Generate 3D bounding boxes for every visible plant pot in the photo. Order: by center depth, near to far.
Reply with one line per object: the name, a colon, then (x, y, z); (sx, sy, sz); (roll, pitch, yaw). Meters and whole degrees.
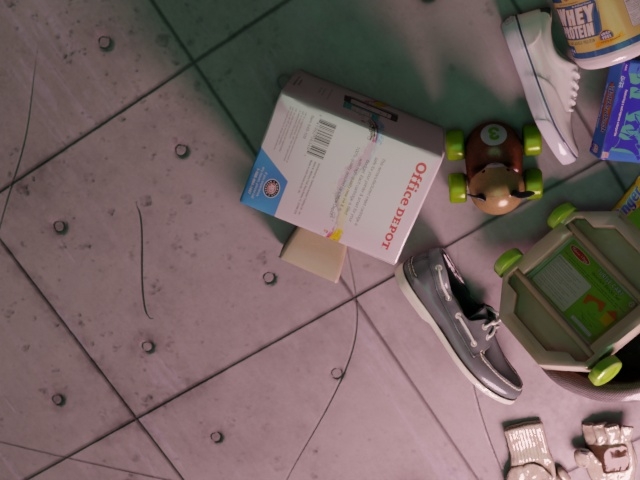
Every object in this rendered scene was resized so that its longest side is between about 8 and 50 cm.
plant pot: (0.000, 0.000, 1.835); (0.109, 0.109, 0.096); (25, 99, -2)

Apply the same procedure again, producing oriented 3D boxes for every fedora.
fedora: (0.507, 0.161, 1.794); (0.276, 0.124, 0.243); (-5, 69, 26)

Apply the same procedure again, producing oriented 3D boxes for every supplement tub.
supplement tub: (0.426, -0.376, 1.618); (0.144, 0.144, 0.199); (-21, 106, 14)

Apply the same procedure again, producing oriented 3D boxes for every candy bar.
candy bar: (0.502, -0.039, 1.801); (0.040, 0.018, 0.161); (35, 110, -6)

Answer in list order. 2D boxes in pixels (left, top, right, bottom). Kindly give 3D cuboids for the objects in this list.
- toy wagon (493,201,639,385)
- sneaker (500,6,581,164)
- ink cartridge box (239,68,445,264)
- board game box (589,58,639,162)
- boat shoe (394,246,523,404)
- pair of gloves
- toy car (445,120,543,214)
toy wagon: (0.460, 0.059, 1.740); (0.344, 0.068, 0.267); (-42, 60, 8)
sneaker: (0.373, -0.246, 1.699); (0.091, 0.094, 0.258); (-20, 106, 18)
ink cartridge box: (0.041, -0.123, 1.730); (0.270, 0.197, 0.198); (22, 111, -1)
board game box: (0.549, -0.200, 1.692); (0.210, 0.047, 0.160); (4, 111, -12)
boat shoe: (0.261, 0.147, 1.848); (0.099, 0.116, 0.319); (-37, 97, 22)
pair of gloves: (0.461, 0.425, 1.964); (0.240, 0.042, 0.204); (-4, 110, 9)
toy car: (0.282, -0.102, 1.713); (0.155, 0.188, 0.148); (-3, 110, 8)
